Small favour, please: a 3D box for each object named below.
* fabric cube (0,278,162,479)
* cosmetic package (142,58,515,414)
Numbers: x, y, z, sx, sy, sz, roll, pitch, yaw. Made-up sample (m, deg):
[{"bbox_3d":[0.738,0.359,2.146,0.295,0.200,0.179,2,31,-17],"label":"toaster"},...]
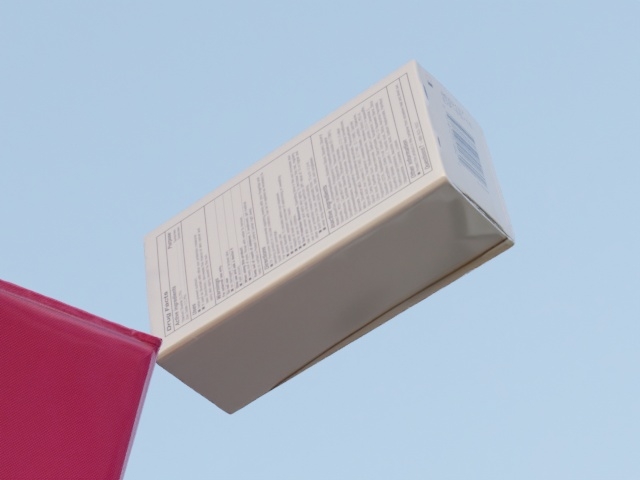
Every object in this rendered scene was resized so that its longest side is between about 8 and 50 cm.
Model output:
[{"bbox_3d":[-0.308,0.155,1.294,0.254,0.259,0.258,25,-107,-36],"label":"fabric cube"},{"bbox_3d":[0.000,0.000,1.553,0.309,0.160,0.113,-32,-49,22],"label":"cosmetic package"}]
